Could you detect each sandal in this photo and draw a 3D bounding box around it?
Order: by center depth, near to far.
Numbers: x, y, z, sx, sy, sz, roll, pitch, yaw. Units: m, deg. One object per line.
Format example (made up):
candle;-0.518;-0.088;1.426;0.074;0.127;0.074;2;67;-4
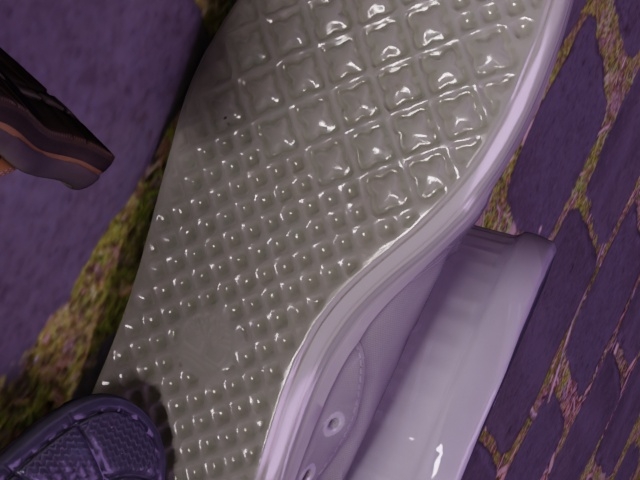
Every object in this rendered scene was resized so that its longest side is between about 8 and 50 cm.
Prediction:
sandal;-0.148;-0.052;0.519;0.060;0.090;0.219;-45;164;3

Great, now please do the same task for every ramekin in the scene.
ramekin;0.047;0.104;0.943;0.273;0.127;0.273;22;90;-81

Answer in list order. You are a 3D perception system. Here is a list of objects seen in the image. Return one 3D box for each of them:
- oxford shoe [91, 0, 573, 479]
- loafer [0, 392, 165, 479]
oxford shoe;0.000;0.000;0.760;0.130;0.169;0.449;1;117;-62
loafer;-0.183;0.197;0.663;0.109;0.095;0.302;48;57;-32
